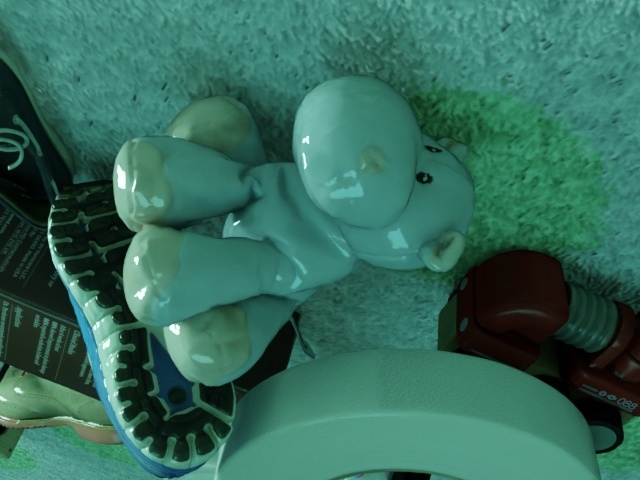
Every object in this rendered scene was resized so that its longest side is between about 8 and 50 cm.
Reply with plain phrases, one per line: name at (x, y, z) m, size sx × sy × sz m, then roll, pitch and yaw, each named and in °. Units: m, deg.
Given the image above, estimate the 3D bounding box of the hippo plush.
hippo plush at (0.000, 0.000, 0.598) m, size 0.237 × 0.234 × 0.294 m, roll -13°, pitch 133°, yaw 34°

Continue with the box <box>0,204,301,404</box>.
box at (-0.238, 0.107, 0.905) m, size 0.381 × 0.143 × 0.191 m, roll 26°, pitch 141°, yaw -9°

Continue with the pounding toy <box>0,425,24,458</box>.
pounding toy at (-0.657, 0.329, 1.377) m, size 0.181 × 0.094 × 0.206 m, roll -6°, pitch 138°, yaw 27°

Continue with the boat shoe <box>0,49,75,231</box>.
boat shoe at (-0.311, -0.098, 0.686) m, size 0.095 × 0.079 × 0.254 m, roll -10°, pitch 147°, yaw 2°

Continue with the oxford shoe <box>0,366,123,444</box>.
oxford shoe at (-0.417, 0.220, 1.163) m, size 0.348 × 0.123 × 0.130 m, roll 2°, pitch 114°, yaw 21°

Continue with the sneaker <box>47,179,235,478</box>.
sneaker at (-0.189, 0.081, 0.722) m, size 0.130 × 0.330 × 0.147 m, roll -7°, pitch 149°, yaw -28°

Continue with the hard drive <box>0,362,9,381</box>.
hard drive at (-0.530, 0.159, 1.114) m, size 0.135 × 0.094 × 0.022 m, roll 14°, pitch 143°, yaw 4°

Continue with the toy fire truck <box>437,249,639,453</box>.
toy fire truck at (0.255, 0.085, 0.694) m, size 0.217 × 0.158 × 0.246 m, roll 24°, pitch 130°, yaw -9°

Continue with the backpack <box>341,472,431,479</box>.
backpack at (0.073, 0.322, 1.011) m, size 0.144 × 0.188 × 0.166 m, roll 3°, pitch 141°, yaw 17°

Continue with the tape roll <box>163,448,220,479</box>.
tape roll at (-0.117, 0.399, 1.253) m, size 0.286 × 0.100 × 0.286 m, roll 11°, pitch 143°, yaw 9°

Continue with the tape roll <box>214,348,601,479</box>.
tape roll at (0.083, 0.253, 0.755) m, size 0.392 × 0.072 × 0.392 m, roll 3°, pitch 135°, yaw 3°
